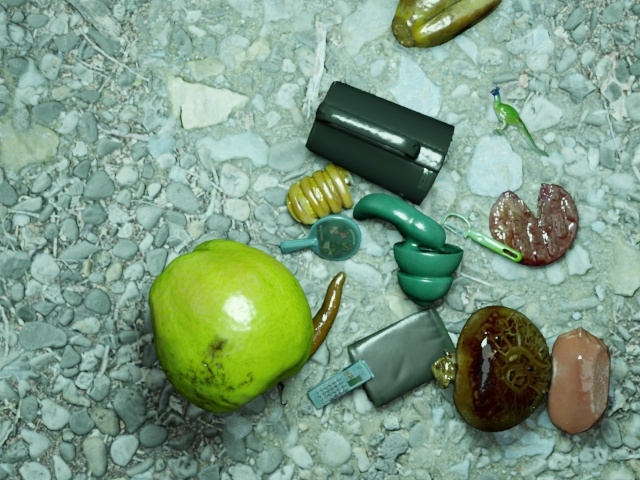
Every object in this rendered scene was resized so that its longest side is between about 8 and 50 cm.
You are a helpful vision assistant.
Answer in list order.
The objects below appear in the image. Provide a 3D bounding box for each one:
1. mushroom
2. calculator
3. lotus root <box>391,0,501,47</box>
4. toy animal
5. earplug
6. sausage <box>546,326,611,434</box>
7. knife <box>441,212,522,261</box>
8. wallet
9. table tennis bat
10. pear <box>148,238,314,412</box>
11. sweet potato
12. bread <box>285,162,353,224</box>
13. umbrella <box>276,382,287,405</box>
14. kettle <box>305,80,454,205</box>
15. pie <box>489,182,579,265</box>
[{"bbox_3d":[0.410,0.300,1.789,0.278,0.163,0.297,-1,90,-11],"label":"mushroom"},{"bbox_3d":[0.045,0.345,1.842,0.172,0.018,0.057,-33,89,19],"label":"calculator"},{"bbox_3d":[0.298,-0.575,1.828,0.290,0.193,0.193,-33,89,-2],"label":"lotus root"},{"bbox_3d":[0.471,-0.272,1.888,0.075,0.041,0.217,-38,93,-3],"label":"toy animal"},{"bbox_3d":[0.208,0.023,1.816,0.257,0.164,0.281,-4,99,6],"label":"earplug"},{"bbox_3d":[0.614,0.331,1.818,0.148,0.148,0.255,-2,90,-1],"label":"sausage"},{"bbox_3d":[0.395,-0.012,1.854,0.212,0.015,0.054,31,97,19],"label":"knife"},{"bbox_3d":[0.203,0.280,1.862,0.245,0.052,0.169,-25,89,-5],"label":"wallet"},{"bbox_3d":[0.000,0.000,1.861,0.201,0.033,0.124,-11,118,7],"label":"table tennis bat"},{"bbox_3d":[-0.207,0.178,1.713,0.390,0.391,0.391,0,88,-1],"label":"pear"},{"bbox_3d":[0.003,0.198,1.859,0.057,0.057,0.265,30,84,1],"label":"sweet potato"},{"bbox_3d":[0.002,-0.109,1.856,0.177,0.084,0.119,-27,88,3],"label":"bread"},{"bbox_3d":[-0.101,0.328,1.871,0.022,0.022,0.149,-14,81,22],"label":"umbrella"},{"bbox_3d":[0.128,-0.219,1.771,0.307,0.262,0.203,24,124,-1],"label":"kettle"},{"bbox_3d":[0.518,-0.040,1.873,0.218,0.054,0.205,3,88,-3],"label":"pie"}]
